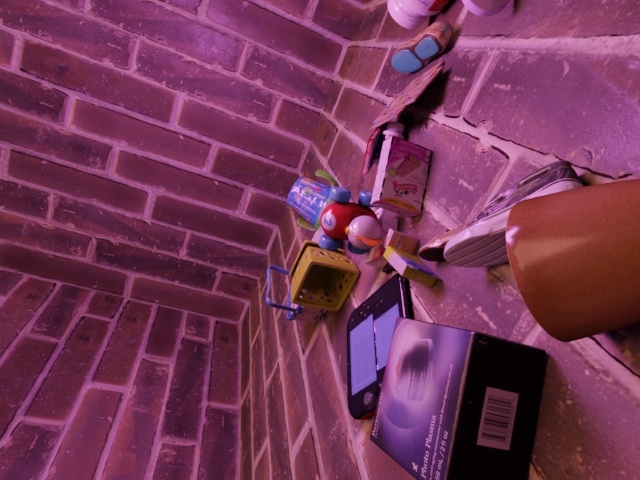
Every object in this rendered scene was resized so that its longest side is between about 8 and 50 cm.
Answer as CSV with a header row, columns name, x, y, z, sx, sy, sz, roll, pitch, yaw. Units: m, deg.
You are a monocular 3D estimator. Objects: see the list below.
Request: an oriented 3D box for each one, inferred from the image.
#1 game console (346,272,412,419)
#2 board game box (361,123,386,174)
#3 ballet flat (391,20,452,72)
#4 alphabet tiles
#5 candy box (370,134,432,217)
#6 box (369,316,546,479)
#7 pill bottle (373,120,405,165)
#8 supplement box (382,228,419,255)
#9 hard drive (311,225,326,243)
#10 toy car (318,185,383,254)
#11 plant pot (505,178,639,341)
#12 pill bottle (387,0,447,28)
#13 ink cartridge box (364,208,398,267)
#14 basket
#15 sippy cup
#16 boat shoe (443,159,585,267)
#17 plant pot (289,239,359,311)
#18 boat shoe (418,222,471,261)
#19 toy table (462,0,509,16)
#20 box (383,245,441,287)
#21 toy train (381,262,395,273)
name,x,y,z,sx,sy,sz,roll,pitch,yaw
game console,0.182,0.336,1.350,0.342,0.060,0.387,124,155,-45
board game box,0.222,-0.384,1.718,0.281,0.027,0.145,-58,-20,-52
ballet flat,0.395,-0.746,1.653,0.348,0.123,0.123,-160,87,-74
alphabet tiles,0.322,-0.545,1.623,0.285,0.011,0.342,-49,14,-10
candy box,0.270,-0.211,1.420,0.071,0.159,0.234,159,125,-70
box,0.265,0.333,0.888,0.294,0.182,0.297,164,122,-72
pill bottle,0.274,-0.373,1.672,0.094,0.094,0.170,-165,92,-73
supplement box,0.256,0.007,1.359,0.036,0.098,0.062,-128,56,-69
hard drive,0.000,0.000,2.029,0.233,0.047,0.353,-64,-5,25
toy car,0.117,-0.039,1.420,0.238,0.210,0.220,-120,40,-66
plant pot,0.445,0.010,0.605,0.254,0.237,0.237,-26,48,49
pill bottle,0.422,-1.000,1.577,0.407,0.228,0.229,141,142,-62
ink cartridge box,0.222,-0.014,1.543,0.115,0.067,0.198,142,140,-61
basket,-0.116,0.239,1.978,0.255,0.288,0.201,-97,29,-51
sippy cup,-0.038,-0.202,2.143,0.306,0.223,0.240,-61,-5,6
boat shoe,0.413,-0.046,0.933,0.335,0.121,0.119,-37,30,46
plant pot,0.000,0.137,1.790,0.228,0.227,0.207,-65,24,25
boat shoe,0.346,0.003,1.163,0.190,0.068,0.072,-27,36,54
toy table,0.498,-0.792,1.180,0.161,0.251,0.275,106,168,-76
box,0.264,0.077,1.249,0.043,0.108,0.178,-65,18,13
toy train,0.252,0.081,1.428,0.036,0.027,0.158,-68,14,-21
